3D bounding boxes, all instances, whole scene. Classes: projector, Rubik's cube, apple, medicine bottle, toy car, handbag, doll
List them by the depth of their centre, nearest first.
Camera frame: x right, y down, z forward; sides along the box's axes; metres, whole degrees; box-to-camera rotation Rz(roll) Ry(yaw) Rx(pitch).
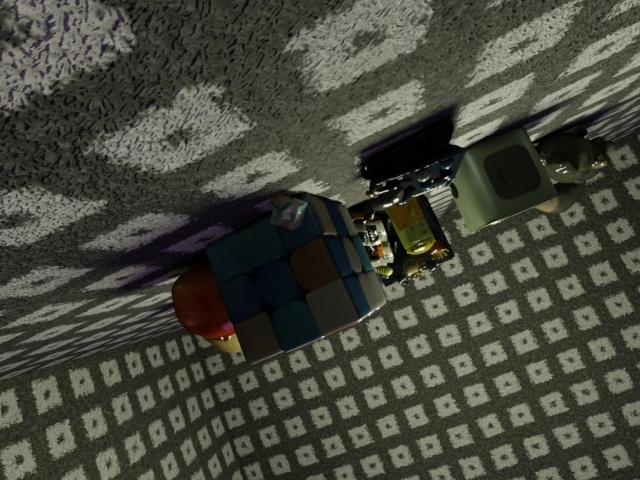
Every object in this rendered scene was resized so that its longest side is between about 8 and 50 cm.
[{"bbox_3d":[-0.080,-0.068,0.987,0.073,0.075,0.084,22,-174,16],"label":"Rubik's cube"},{"bbox_3d":[0.219,-0.161,1.069,0.269,0.119,0.325,-24,170,11],"label":"handbag"},{"bbox_3d":[-0.054,0.104,1.206,0.344,0.347,0.347,-26,172,17],"label":"Rubik's cube"},{"bbox_3d":[-0.336,0.177,1.284,0.240,0.242,0.242,-12,177,26],"label":"apple"},{"bbox_3d":[0.581,-0.189,1.391,0.248,0.249,0.248,-22,172,-2],"label":"projector"},{"bbox_3d":[0.326,-0.065,1.540,0.124,0.239,0.124,-25,173,-4],"label":"medicine bottle"},{"bbox_3d":[0.170,-0.008,1.560,0.193,0.118,0.301,0,149,20],"label":"toy car"},{"bbox_3d":[0.338,0.003,1.693,0.303,0.330,0.122,-28,171,28],"label":"handbag"},{"bbox_3d":[1.002,-0.269,1.732,0.382,0.379,0.252,-6,-159,-23],"label":"doll"}]

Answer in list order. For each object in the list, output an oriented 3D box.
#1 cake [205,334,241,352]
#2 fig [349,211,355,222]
[{"bbox_3d":[-0.431,0.304,1.912,0.332,0.332,0.321,-23,135,-2],"label":"cake"},{"bbox_3d":[-0.009,0.043,1.459,0.233,0.233,0.314,-19,165,-29],"label":"fig"}]
